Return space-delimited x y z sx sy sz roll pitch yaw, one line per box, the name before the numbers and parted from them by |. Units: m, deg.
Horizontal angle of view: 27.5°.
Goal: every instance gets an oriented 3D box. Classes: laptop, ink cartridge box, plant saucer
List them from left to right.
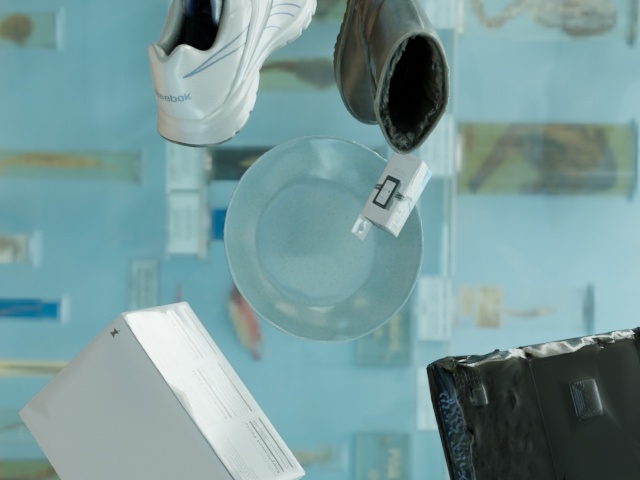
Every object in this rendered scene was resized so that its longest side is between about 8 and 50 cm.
plant saucer | 0.000 0.000 1.221 0.037 0.195 0.195 160 -68 -70
ink cartridge box | 0.062 -0.034 1.138 0.083 0.028 0.048 -60 161 -2
laptop | 0.136 0.173 0.686 0.136 0.264 0.234 -24 -104 49

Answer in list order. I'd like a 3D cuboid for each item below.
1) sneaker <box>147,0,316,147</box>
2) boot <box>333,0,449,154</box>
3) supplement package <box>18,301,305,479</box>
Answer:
sneaker | -0.082 -0.233 1.290 0.129 0.111 0.297 77 28 -53
boot | 0.061 -0.132 1.074 0.208 0.076 0.189 -109 -168 -52
supplement package | -0.191 0.241 1.558 0.262 0.204 0.145 54 23 15
